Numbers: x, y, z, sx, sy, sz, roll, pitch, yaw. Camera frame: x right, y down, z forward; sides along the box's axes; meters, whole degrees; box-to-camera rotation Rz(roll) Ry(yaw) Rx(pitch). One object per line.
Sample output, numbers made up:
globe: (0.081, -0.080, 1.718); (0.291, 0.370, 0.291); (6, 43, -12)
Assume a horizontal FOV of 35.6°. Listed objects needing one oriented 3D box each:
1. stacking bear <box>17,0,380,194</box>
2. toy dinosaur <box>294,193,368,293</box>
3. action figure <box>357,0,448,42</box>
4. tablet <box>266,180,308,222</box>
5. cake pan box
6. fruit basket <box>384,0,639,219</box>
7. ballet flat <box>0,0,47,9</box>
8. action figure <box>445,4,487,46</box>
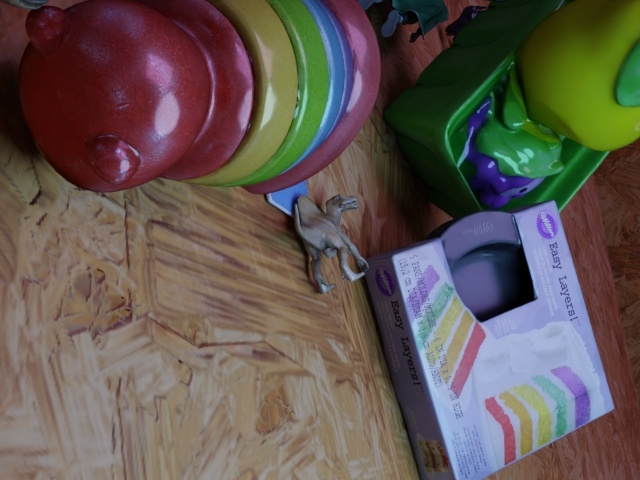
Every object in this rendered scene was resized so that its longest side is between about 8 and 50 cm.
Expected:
stacking bear: (-0.084, -0.104, 0.661); (0.289, 0.164, 0.176); (-28, 99, -62)
toy dinosaur: (0.000, 0.000, 0.922); (0.093, 0.053, 0.183); (64, 18, 0)
action figure: (0.125, -0.325, 1.375); (0.137, 0.063, 0.232); (51, 28, 5)
tablet: (-0.031, -0.047, 0.927); (0.083, 0.006, 0.054); (34, 45, -58)
cake pan box: (0.186, 0.102, 1.088); (0.245, 0.070, 0.267); (-16, 92, -33)
fruit basket: (0.307, -0.175, 1.213); (0.283, 0.392, 0.392); (57, 28, -36)
ballet flat: (-0.170, -0.221, 0.571); (0.342, 0.124, 0.116); (-79, 178, -56)
action figure: (0.285, -0.253, 1.633); (0.164, 0.140, 0.276); (58, 23, -60)
